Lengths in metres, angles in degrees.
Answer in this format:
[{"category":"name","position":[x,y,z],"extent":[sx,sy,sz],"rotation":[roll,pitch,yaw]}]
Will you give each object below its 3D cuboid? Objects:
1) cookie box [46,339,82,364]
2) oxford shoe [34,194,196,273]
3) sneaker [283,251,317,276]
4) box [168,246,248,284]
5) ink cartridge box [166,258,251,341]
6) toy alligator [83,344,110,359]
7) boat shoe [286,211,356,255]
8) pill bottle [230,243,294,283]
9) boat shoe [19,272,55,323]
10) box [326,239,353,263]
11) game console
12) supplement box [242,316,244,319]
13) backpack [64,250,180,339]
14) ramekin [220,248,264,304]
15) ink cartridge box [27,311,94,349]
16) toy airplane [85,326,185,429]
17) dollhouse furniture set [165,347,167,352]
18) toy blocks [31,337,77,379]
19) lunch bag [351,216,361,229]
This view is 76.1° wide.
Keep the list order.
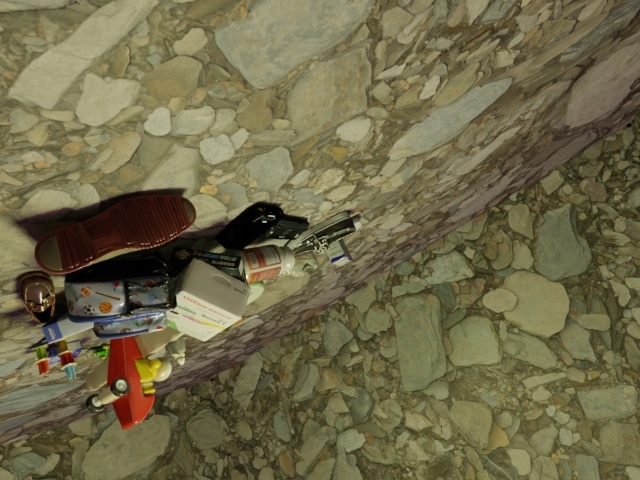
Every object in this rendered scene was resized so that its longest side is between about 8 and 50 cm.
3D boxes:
[{"category":"cookie box","position":[-0.970,0.422,1.542],"extent":[0.107,0.040,0.092],"rotation":[-6,152,-47]},{"category":"oxford shoe","position":[-0.474,-0.025,0.973],"extent":[0.348,0.123,0.130],"rotation":[-20,-173,-26]},{"category":"sneaker","position":[-0.132,0.113,1.764],"extent":[0.262,0.121,0.099],"rotation":[-22,161,-15]},{"category":"box","position":[-0.348,0.103,1.297],"extent":[0.220,0.051,0.175],"rotation":[8,143,5]},{"category":"ink cartridge box","position":[-0.378,0.197,1.284],"extent":[0.201,0.117,0.278],"rotation":[31,138,-23]},{"category":"toy alligator","position":[-0.925,0.469,1.726],"extent":[0.051,0.056,0.189],"rotation":[9,177,25]},{"category":"boat shoe","position":[0.001,0.001,1.673],"extent":[0.306,0.105,0.113],"rotation":[-28,162,0]},{"category":"pill bottle","position":[-0.204,0.079,1.451],"extent":[0.216,0.121,0.121],"rotation":[-10,155,-40]},{"category":"boat shoe","position":[-0.747,0.157,1.092],"extent":[0.073,0.073,0.207],"rotation":[-12,155,-30]},{"category":"box","position":[0.070,0.036,1.812],"extent":[0.072,0.137,0.126],"rotation":[-31,162,13]},{"category":"game console","position":[-0.175,-0.038,1.424],"extent":[0.213,0.044,0.361],"rotation":[-35,160,25]},{"category":"supplement box","position":[-0.452,0.374,2.093],"extent":[0.078,0.080,0.233],"rotation":[-25,163,-11]},{"category":"backpack","position":[-0.526,0.137,1.084],"extent":[0.263,0.213,0.276],"rotation":[3,-179,-27]},{"category":"ramekin","position":[-0.362,0.174,1.558],"extent":[0.303,0.148,0.303],"rotation":[-25,162,-9]},{"category":"ink cartridge box","position":[-0.709,0.231,1.254],"extent":[0.310,0.065,0.185],"rotation":[-23,-172,-21]},{"category":"toy airplane","position":[-0.657,0.421,1.464],"extent":[0.385,0.385,0.272],"rotation":[10,161,39]},{"category":"dollhouse furniture set","position":[-0.623,0.373,1.675],"extent":[0.101,0.182,0.161],"rotation":[-10,155,-43]},{"category":"toy blocks","position":[-0.936,0.431,1.443],"extent":[0.123,0.148,0.054],"rotation":[-16,158,-32]},{"category":"lunch bag","position":[0.142,-0.067,1.777],"extent":[0.071,0.053,0.083],"rotation":[-27,172,7]}]
